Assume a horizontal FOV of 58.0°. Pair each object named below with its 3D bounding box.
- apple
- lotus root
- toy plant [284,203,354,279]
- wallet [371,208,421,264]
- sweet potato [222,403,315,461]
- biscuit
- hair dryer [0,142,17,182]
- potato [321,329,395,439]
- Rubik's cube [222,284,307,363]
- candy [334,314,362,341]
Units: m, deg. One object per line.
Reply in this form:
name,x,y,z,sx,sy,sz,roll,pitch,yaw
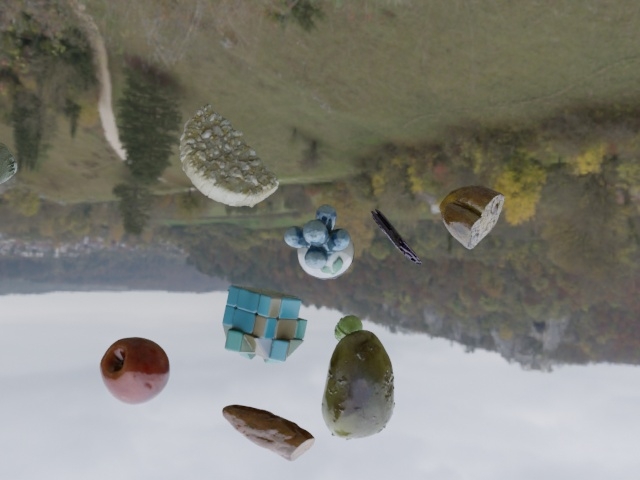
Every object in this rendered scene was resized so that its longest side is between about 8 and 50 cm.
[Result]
apple,-0.618,0.432,1.931,0.218,0.218,0.201,1,154,25
lotus root,0.489,-0.103,1.926,0.188,0.199,0.180,-34,-122,-29
toy plant,0.000,0.000,2.155,0.247,0.247,0.332,2,162,9
wallet,0.197,-0.007,1.514,0.111,0.030,0.166,44,-171,-42
sweet potato,-0.136,0.483,1.470,0.251,0.097,0.097,26,175,-2
biscuit,-0.252,-0.194,1.428,0.179,0.281,0.084,-37,175,-33
hair dryer,-0.686,-0.130,1.095,0.224,0.088,0.219,-14,-151,-38
potato,0.110,0.407,1.624,0.210,0.308,0.173,3,179,-1
Rubik's cube,-0.178,0.250,1.681,0.265,0.213,0.224,11,179,41
candy,0.056,0.382,1.854,0.092,0.336,0.093,5,-150,-23
